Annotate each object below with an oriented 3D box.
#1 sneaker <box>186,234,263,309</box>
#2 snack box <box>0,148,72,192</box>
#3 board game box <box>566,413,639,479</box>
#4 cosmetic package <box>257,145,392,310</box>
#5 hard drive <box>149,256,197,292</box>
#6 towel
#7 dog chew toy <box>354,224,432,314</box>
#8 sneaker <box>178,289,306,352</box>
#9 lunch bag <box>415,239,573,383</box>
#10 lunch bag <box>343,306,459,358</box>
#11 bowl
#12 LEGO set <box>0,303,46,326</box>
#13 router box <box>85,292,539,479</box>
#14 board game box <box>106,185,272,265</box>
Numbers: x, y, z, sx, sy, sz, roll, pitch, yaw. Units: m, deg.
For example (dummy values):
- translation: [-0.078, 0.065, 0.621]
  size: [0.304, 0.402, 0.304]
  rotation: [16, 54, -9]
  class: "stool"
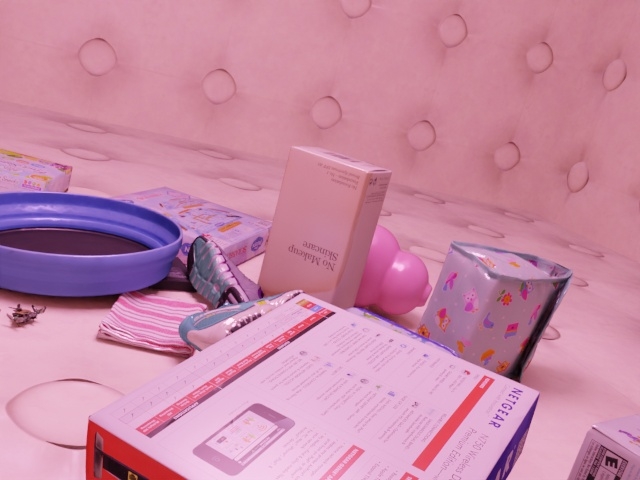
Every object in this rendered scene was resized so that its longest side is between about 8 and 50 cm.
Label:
- translation: [-0.161, 0.079, 1.229]
  size: [0.098, 0.083, 0.223]
  rotation: [17, 27, -45]
  class: "sneaker"
- translation: [-0.684, -0.144, 1.572]
  size: [0.175, 0.070, 0.207]
  rotation: [14, 16, -8]
  class: "snack box"
- translation: [0.323, 0.313, 0.532]
  size: [0.098, 0.223, 0.303]
  rotation: [6, 17, -42]
  class: "board game box"
- translation: [0.000, 0.000, 1.235]
  size: [0.160, 0.309, 0.113]
  rotation: [20, 14, 24]
  class: "cosmetic package"
- translation: [-0.290, 0.059, 1.290]
  size: [0.094, 0.022, 0.135]
  rotation: [6, 17, -32]
  class: "hard drive"
- translation: [-0.255, 0.120, 1.077]
  size: [0.144, 0.029, 0.197]
  rotation: [14, 14, -7]
  class: "towel"
- translation: [0.069, 0.041, 1.400]
  size: [0.332, 0.206, 0.206]
  rotation: [26, 16, 11]
  class: "dog chew toy"
- translation: [-0.105, 0.122, 1.064]
  size: [0.110, 0.107, 0.275]
  rotation: [13, 7, 27]
  class: "sneaker"
- translation: [0.326, 0.133, 1.237]
  size: [0.262, 0.223, 0.160]
  rotation: [7, 21, -35]
  class: "lunch bag"
- translation: [0.099, 0.183, 1.085]
  size: [0.219, 0.090, 0.176]
  rotation: [23, 13, 27]
  class: "lunch bag"
- translation: [-0.441, -0.002, 1.201]
  size: [0.391, 0.077, 0.391]
  rotation: [10, 15, -3]
  class: "bowl"
- translation: [-0.430, 0.108, 0.969]
  size: [0.083, 0.023, 0.054]
  rotation: [-1, 14, -9]
  class: "LEGO set"
- translation: [0.010, 0.187, 0.656]
  size: [0.301, 0.082, 0.335]
  rotation: [21, 25, 27]
  class: "router box"
- translation: [-0.298, -0.032, 1.549]
  size: [0.318, 0.065, 0.319]
  rotation: [19, 15, 14]
  class: "board game box"
